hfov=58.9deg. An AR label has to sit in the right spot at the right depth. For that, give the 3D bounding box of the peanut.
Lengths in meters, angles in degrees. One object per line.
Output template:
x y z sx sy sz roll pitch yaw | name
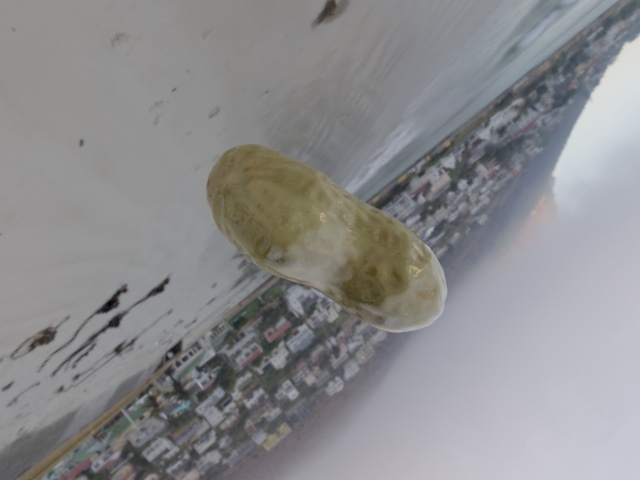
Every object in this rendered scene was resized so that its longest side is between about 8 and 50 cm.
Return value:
0.000 0.000 0.652 0.147 0.319 0.147 -54 170 -14 | peanut
